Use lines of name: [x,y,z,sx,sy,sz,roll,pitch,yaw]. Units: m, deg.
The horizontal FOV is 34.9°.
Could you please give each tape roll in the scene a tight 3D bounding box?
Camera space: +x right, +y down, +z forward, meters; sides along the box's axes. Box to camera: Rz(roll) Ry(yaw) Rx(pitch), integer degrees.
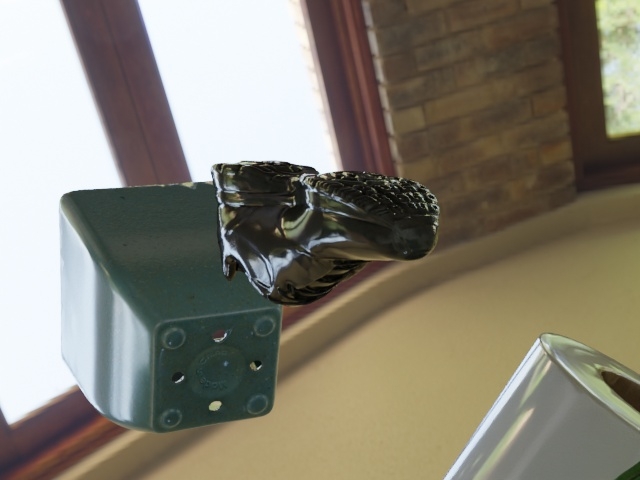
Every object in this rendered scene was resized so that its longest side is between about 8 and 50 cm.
tape roll: [0.245,0.214,0.864,0.246,0.169,0.246,30,-168,-7]

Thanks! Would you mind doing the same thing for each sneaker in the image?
sneaker: [0.000,0.000,0.885,0.109,0.130,0.286,-1,-173,-33]

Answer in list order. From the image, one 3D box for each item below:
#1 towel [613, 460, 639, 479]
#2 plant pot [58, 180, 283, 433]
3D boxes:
towel: [0.217,0.164,0.525,0.324,0.248,0.038,-25,-145,-37]
plant pot: [-0.162,0.094,1.210,0.247,0.247,0.252,-6,-152,-23]
